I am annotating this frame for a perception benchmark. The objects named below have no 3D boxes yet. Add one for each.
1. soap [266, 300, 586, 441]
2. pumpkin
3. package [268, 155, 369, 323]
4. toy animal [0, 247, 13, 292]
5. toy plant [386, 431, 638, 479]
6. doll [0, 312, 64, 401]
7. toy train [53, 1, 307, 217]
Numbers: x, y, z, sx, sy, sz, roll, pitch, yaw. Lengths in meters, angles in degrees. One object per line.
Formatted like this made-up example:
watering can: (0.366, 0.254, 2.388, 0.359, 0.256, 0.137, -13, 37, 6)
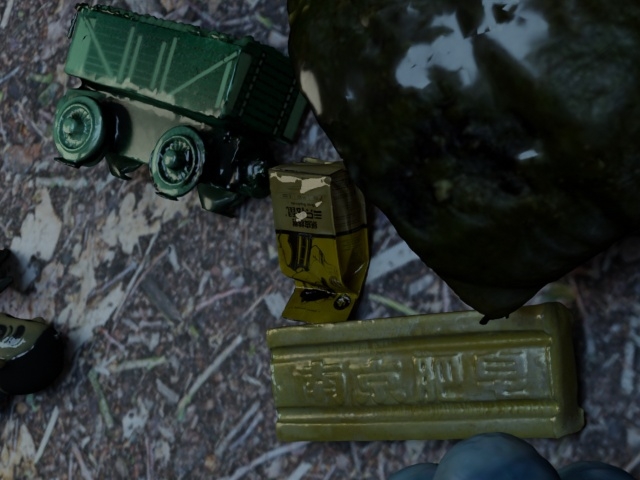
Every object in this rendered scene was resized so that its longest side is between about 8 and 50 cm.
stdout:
soap: (0.070, 0.100, 0.920, 0.252, 0.037, 0.092, -8, 89, 36)
pumpkin: (0.123, -0.124, 0.816, 0.225, 0.256, 0.303, -37, 74, 21)
package: (0.000, 0.000, 1.004, 0.071, 0.047, 0.131, 4, 106, 41)
toy animal: (-0.403, 0.050, 1.281, 0.233, 0.084, 0.148, 6, 43, 47)
toy plant: (0.143, 0.245, 0.729, 0.332, 0.247, 0.247, 34, 99, 42)
doll: (-0.316, 0.116, 1.199, 0.179, 0.102, 0.089, -21, 109, 28)
toy train: (-0.135, -0.117, 1.099, 0.269, 0.115, 0.154, 20, 96, 40)
